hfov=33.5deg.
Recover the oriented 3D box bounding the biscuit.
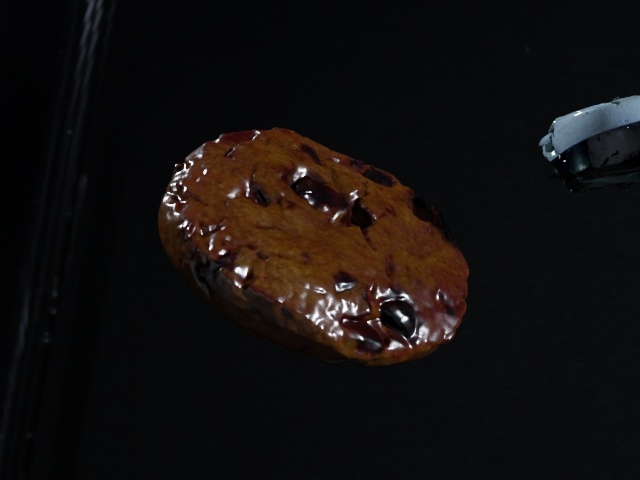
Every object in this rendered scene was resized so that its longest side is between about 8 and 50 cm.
[{"bbox_3d":[0.000,0.000,0.622,0.192,0.192,0.049,45,-48,24],"label":"biscuit"}]

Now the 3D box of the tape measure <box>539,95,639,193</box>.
[{"bbox_3d":[0.188,-0.058,0.650,0.091,0.094,0.054,-16,-101,45],"label":"tape measure"}]
